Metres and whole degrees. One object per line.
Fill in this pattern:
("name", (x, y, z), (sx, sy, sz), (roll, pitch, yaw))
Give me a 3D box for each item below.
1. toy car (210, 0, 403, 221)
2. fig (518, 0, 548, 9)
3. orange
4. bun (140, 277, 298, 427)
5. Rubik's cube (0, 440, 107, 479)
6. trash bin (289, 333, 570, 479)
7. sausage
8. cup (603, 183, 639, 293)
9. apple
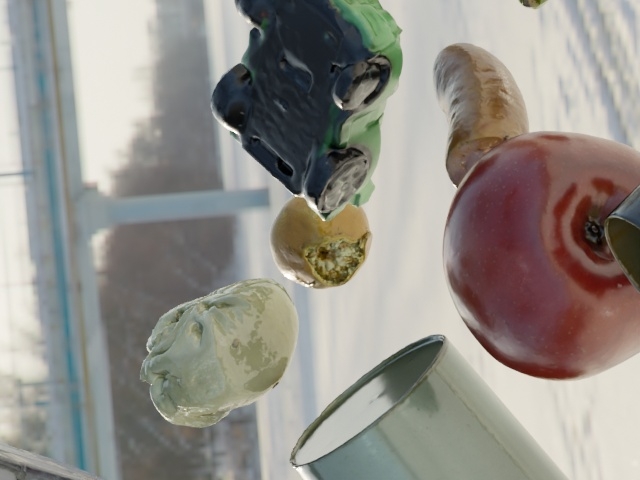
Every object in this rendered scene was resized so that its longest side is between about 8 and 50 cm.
("toy car", (-0.001, -0.181, 1.977), (0.213, 0.176, 0.359), (42, 138, 25))
("fig", (0.289, -0.391, 1.937), (0.167, 0.167, 0.234), (-108, 33, -77))
("orange", (0.000, 0.000, 2.389), (0.134, 0.154, 0.155), (-91, -2, -63))
("bun", (-0.135, 0.134, 2.049), (0.229, 0.145, 0.229), (-47, 20, 23))
("Rubik's cube", (-0.458, 0.439, 2.115), (0.362, 0.363, 0.359), (3, 70, 56))
("trash bin", (0.186, 0.353, 1.947), (0.432, 0.280, 0.280), (52, -179, -7))
("sausage", (0.188, -0.154, 1.917), (0.270, 0.108, 0.109), (-96, 3, -58))
("cup", (0.374, -0.004, 1.366), (0.239, 0.177, 0.166), (41, 165, 49))
("apple", (0.253, 0.009, 1.658), (0.216, 0.260, 0.261), (129, 137, -75))
